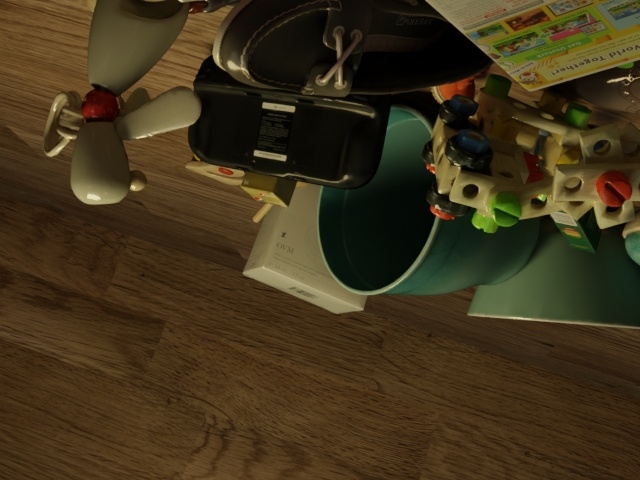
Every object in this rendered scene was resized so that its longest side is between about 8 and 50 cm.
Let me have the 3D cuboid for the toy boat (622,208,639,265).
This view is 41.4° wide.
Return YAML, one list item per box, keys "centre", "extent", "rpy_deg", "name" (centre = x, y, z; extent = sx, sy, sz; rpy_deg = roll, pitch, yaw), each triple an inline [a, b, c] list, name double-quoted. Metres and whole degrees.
- centre: [0.598, 0.049, 1.183]
  extent: [0.318, 0.148, 0.267]
  rpy_deg: [25, 168, -22]
  name: "toy boat"

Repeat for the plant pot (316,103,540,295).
- centre: [0.177, -0.038, 1.255]
  extent: [0.255, 0.271, 0.272]
  rpy_deg: [11, 174, -35]
  name: "plant pot"

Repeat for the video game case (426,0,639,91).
- centre: [0.219, -0.196, 0.660]
  extent: [0.227, 0.026, 0.206]
  rpy_deg: [-13, 156, 37]
  name: "video game case"

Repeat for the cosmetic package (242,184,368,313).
- centre: [0.000, 0.000, 1.683]
  extent: [0.224, 0.224, 0.138]
  rpy_deg: [24, 164, -18]
  name: "cosmetic package"

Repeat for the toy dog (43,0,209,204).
- centre: [-0.216, -0.214, 1.062]
  extent: [0.161, 0.333, 0.220]
  rpy_deg: [9, -160, -34]
  name: "toy dog"

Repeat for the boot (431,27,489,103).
- centre: [0.171, -0.204, 0.997]
  extent: [0.085, 0.059, 0.158]
  rpy_deg: [8, 162, 25]
  name: "boot"

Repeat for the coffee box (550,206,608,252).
- centre: [0.355, -0.062, 1.154]
  extent: [0.041, 0.113, 0.184]
  rpy_deg: [11, 169, 30]
  name: "coffee box"

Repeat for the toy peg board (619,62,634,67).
- centre: [0.286, -0.219, 0.720]
  extent: [0.161, 0.079, 0.161]
  rpy_deg: [28, 164, -34]
  name: "toy peg board"

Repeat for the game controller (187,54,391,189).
- centre: [-0.054, -0.173, 1.202]
  extent: [0.319, 0.166, 0.067]
  rpy_deg: [13, -167, 28]
  name: "game controller"

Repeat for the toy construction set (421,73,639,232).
- centre: [0.227, -0.084, 0.913]
  extent: [0.215, 0.151, 0.327]
  rpy_deg: [15, -164, -5]
  name: "toy construction set"

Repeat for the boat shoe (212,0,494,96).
- centre: [0.053, -0.190, 0.794]
  extent: [0.335, 0.112, 0.095]
  rpy_deg: [-19, -128, -44]
  name: "boat shoe"

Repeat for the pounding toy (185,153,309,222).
- centre: [-0.157, -0.130, 1.537]
  extent: [0.154, 0.154, 0.270]
  rpy_deg: [25, 166, -41]
  name: "pounding toy"

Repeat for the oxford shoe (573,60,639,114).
- centre: [0.399, -0.125, 0.799]
  extent: [0.364, 0.132, 0.130]
  rpy_deg: [14, 167, 39]
  name: "oxford shoe"

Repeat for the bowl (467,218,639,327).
- centre: [0.399, 0.055, 1.374]
  extent: [0.312, 0.163, 0.311]
  rpy_deg: [3, 176, 0]
  name: "bowl"

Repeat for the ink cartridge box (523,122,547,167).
- centre: [0.293, -0.122, 1.160]
  extent: [0.028, 0.048, 0.083]
  rpy_deg: [13, 165, 28]
  name: "ink cartridge box"

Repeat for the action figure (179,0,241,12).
- centre: [-0.064, -0.293, 0.775]
  extent: [0.141, 0.164, 0.275]
  rpy_deg: [3, 154, 13]
  name: "action figure"

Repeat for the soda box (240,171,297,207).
- centre: [-0.055, -0.145, 1.272]
  extent: [0.058, 0.181, 0.061]
  rpy_deg: [12, 166, 26]
  name: "soda box"
